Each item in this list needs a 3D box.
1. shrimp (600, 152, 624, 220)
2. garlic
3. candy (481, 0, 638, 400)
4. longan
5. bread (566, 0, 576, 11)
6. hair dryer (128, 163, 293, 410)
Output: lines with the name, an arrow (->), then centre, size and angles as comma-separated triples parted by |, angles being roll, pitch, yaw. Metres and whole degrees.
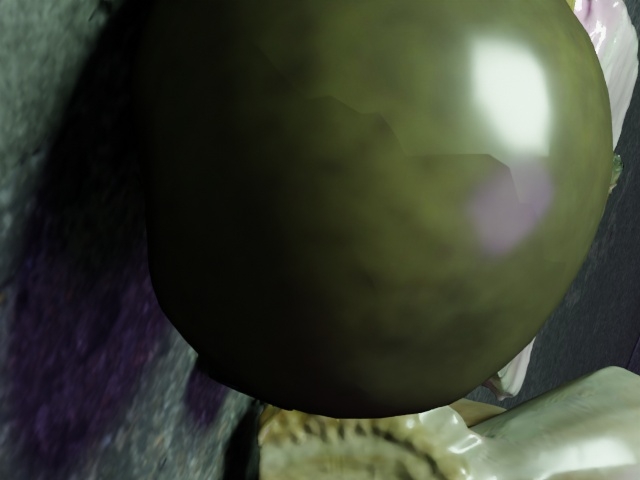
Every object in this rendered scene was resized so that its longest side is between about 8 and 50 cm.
shrimp -> 0.266, -0.050, 1.410 | 0.219, 0.046, 0.152 | -53, 155, -41
garlic -> 0.102, 0.157, 0.871 | 0.325, 0.279, 0.132 | 31, 53, -61
candy -> 0.118, -0.036, 0.944 | 0.265, 0.115, 0.155 | -67, 162, -10
longan -> 0.019, -0.037, 0.553 | 0.198, 0.198, 0.213 | 60, 37, -63
bread -> 0.083, -0.160, 0.759 | 0.213, 0.104, 0.213 | -46, 143, -50
hair dryer -> -0.044, 0.011, 0.666 | 0.197, 0.057, 0.100 | 44, 65, -58
